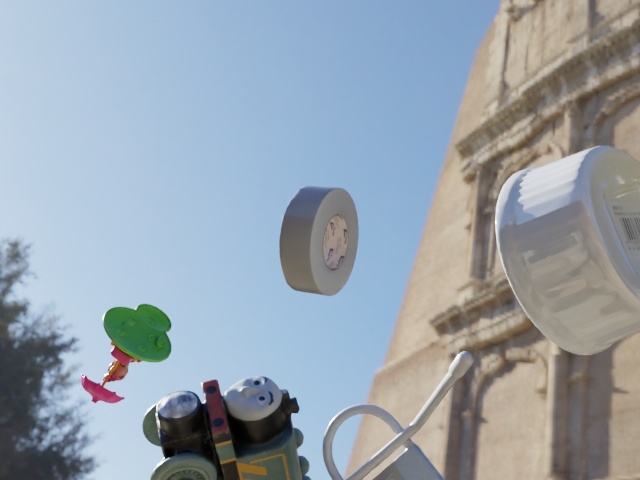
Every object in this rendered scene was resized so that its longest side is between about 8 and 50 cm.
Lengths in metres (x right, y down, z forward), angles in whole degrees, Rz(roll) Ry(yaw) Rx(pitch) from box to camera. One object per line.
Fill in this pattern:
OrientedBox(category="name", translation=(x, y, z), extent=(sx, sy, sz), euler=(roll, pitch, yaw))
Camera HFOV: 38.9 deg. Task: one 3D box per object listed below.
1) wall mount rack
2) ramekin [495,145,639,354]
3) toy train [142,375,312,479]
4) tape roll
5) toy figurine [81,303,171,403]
OrientedBox(category="wall mount rack", translation=(0.135, 0.303, 1.005), extent=(0.304, 0.350, 0.130), euler=(-45, -22, 13))
OrientedBox(category="ramekin", translation=(0.379, 0.006, 1.232), extent=(0.277, 0.277, 0.135), euler=(30, -37, -29))
OrientedBox(category="toy train", translation=(-0.104, 0.307, 1.129), extent=(0.190, 0.142, 0.333), euler=(-14, -57, -9))
OrientedBox(category="tape roll", translation=(0.000, 0.000, 1.821), extent=(0.072, 0.219, 0.219), euler=(6, -29, 27))
OrientedBox(category="toy figurine", translation=(-0.347, 0.207, 1.571), extent=(0.130, 0.173, 0.159), euler=(37, -69, -2))
